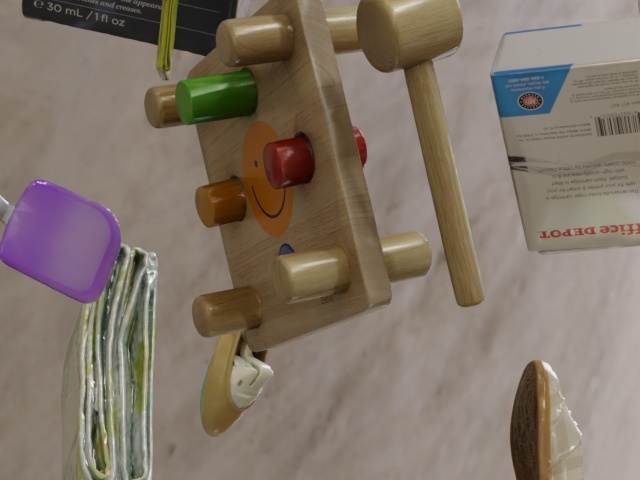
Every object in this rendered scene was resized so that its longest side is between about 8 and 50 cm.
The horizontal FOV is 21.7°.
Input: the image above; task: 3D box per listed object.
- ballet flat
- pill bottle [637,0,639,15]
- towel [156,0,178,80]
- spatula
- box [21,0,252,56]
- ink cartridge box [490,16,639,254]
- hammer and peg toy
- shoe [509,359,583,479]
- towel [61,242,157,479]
[{"bbox_3d":[-0.084,0.125,1.964,0.080,0.073,0.232,10,93,-54],"label":"ballet flat"},{"bbox_3d":[0.443,-0.330,1.702,0.181,0.181,0.323,80,28,-50],"label":"pill bottle"},{"bbox_3d":[-0.173,-0.315,2.008,0.102,0.021,0.237,85,12,-88],"label":"towel"},{"bbox_3d":[-0.290,-0.047,1.339,0.296,0.030,0.084,32,71,-30],"label":"spatula"},{"bbox_3d":[-0.218,-0.477,2.196,0.212,0.293,0.395,-75,176,-51],"label":"box"},{"bbox_3d":[0.254,-0.096,1.571,0.086,0.148,0.203,-70,151,-52],"label":"ink cartridge box"},{"bbox_3d":[-0.012,-0.053,1.284,0.127,0.361,0.266,-11,84,-25],"label":"hammer and peg toy"},{"bbox_3d":[0.241,0.233,1.745,0.076,0.058,0.219,138,-45,-63],"label":"shoe"},{"bbox_3d":[-0.251,0.220,1.909,0.374,0.090,0.320,110,-18,-55],"label":"towel"}]
